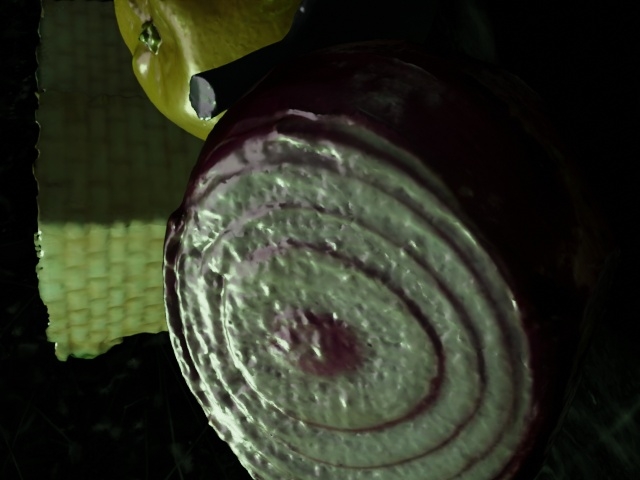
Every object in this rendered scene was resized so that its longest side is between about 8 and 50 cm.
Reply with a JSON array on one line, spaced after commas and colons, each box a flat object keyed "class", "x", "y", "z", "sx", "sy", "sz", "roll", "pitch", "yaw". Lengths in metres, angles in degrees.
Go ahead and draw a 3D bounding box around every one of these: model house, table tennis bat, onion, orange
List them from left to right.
[{"class": "model house", "x": -0.198, "y": -0.095, "z": 1.444, "sx": 0.395, "sy": 0.400, "sz": 0.445, "roll": 101, "pitch": 162, "yaw": -56}, {"class": "orange", "x": -0.057, "y": -0.206, "z": 0.881, "sx": 0.279, "sy": 0.235, "sz": 0.279, "roll": 54, "pitch": 162, "yaw": 26}, {"class": "table tennis bat", "x": 0.007, "y": -0.143, "z": 0.717, "sx": 0.027, "sy": 0.236, "sz": 0.150, "roll": 38, "pitch": 142, "yaw": 30}, {"class": "onion", "x": 0.066, "y": 0.016, "z": 0.689, "sx": 0.282, "sy": 0.260, "sz": 0.336, "roll": 9, "pitch": 121, "yaw": 28}]
